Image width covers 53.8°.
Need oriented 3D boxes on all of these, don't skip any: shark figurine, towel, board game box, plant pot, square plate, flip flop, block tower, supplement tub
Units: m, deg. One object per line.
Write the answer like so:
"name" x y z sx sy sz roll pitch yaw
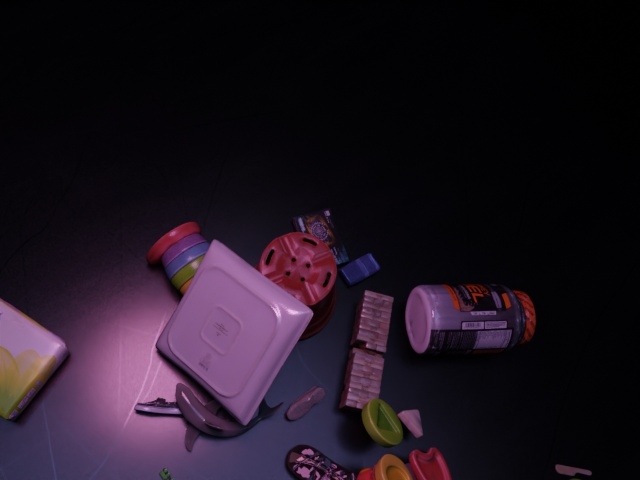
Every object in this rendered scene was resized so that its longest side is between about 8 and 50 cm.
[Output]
"shark figurine" -0.242 0.468 1.628 0.278 0.116 0.166 12 75 -20
"towel" 0.120 0.089 1.933 0.119 0.029 0.067 -26 75 -23
"board game box" 0.000 0.000 1.944 0.126 0.026 0.186 -14 71 -18
"plant pot" -0.072 0.115 1.729 0.272 0.265 0.272 2 70 -6
"square plate" -0.237 0.227 1.590 0.347 0.049 0.344 34 99 23
"flip flop" 0.029 0.644 1.652 0.277 0.080 0.112 31 60 19
"block tower" 0.132 0.319 1.804 0.091 0.097 0.335 15 66 -7
"supplement tub" 0.437 0.230 1.850 0.338 0.207 0.207 0 67 -14

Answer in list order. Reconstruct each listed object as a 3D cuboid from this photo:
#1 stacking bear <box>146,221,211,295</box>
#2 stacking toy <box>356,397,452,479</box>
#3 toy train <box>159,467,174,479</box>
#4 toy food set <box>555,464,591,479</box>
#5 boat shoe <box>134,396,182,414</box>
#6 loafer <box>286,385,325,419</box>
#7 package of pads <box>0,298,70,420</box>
"stacking bear" -0.330 0.107 1.754 0.175 0.164 0.289 -33 83 -24
"stacking toy" 0.189 0.579 1.659 0.309 0.130 0.279 24 35 -42
"toy train" -0.379 0.614 1.595 0.023 0.017 0.083 -35 79 -14
"toy food set" 0.733 0.743 1.793 0.132 0.038 0.192 11 65 -9
"boat shoe" -0.413 0.432 1.649 0.142 0.049 0.040 10 68 -17
"loafer" -0.044 0.447 1.740 0.125 0.039 0.045 -33 111 -21
"package of pads" -0.818 0.279 1.588 0.296 0.101 0.229 34 65 1
